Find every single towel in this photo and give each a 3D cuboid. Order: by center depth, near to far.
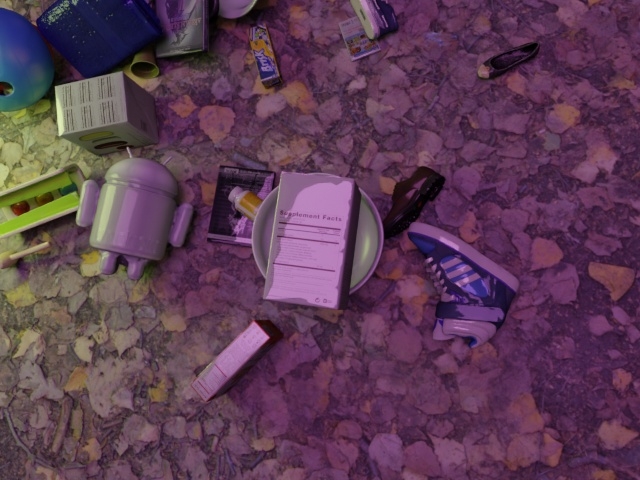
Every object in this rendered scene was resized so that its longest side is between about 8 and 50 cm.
[{"bbox_3d":[-0.623,-0.610,1.638,0.308,0.228,0.076,-22,37,26],"label":"towel"}]

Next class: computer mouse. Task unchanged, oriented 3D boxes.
[{"bbox_3d":[-0.389,-0.683,1.690,0.261,0.060,0.184,-21,82,32],"label":"computer mouse"}]

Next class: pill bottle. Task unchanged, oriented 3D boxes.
[{"bbox_3d":[-0.192,-0.096,1.579,0.116,0.065,0.065,36,89,10],"label":"pill bottle"}]

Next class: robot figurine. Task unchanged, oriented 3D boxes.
[{"bbox_3d":[-0.503,-0.072,1.577,0.299,0.199,0.354,12,84,-17],"label":"robot figurine"}]

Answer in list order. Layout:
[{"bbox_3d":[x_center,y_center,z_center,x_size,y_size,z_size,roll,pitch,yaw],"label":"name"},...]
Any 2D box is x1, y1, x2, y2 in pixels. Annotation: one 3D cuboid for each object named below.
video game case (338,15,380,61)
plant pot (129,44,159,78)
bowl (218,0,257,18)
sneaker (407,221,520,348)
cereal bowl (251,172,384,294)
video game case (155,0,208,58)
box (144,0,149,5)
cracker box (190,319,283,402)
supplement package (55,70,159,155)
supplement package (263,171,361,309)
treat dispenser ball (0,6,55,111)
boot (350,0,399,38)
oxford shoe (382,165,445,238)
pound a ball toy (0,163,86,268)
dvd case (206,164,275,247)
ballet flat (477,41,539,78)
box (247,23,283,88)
[{"bbox_3d":[0.110,-0.575,1.638,0.087,0.011,0.122,-19,80,6],"label":"video game case"},{"bbox_3d":[-0.519,-0.535,1.709,0.083,0.083,0.079,-9,70,8],"label":"plant pot"},{"bbox_3d":[-0.236,-0.791,1.632,0.297,0.134,0.298,21,128,29],"label":"bowl"},{"bbox_3d":[0.312,0.126,1.450,0.322,0.130,0.236,32,85,6],"label":"sneaker"},{"bbox_3d":[0.000,0.000,1.514,0.338,0.141,0.339,-1,82,10],"label":"cereal bowl"},{"bbox_3d":[-0.395,-0.666,1.644,0.196,0.026,0.275,4,95,32],"label":"video game case"},{"bbox_3d":[-0.596,-0.704,1.711,0.042,0.178,0.109,-12,79,45],"label":"box"},{"bbox_3d":[-0.211,0.308,1.502,0.232,0.155,0.067,-45,79,2],"label":"cracker box"},{"bbox_3d":[-0.596,-0.351,1.632,0.203,0.194,0.149,-10,80,9],"label":"supplement package"},{"bbox_3d":[-0.013,0.006,1.354,0.175,0.177,0.293,7,84,10],"label":"supplement package"},{"bbox_3d":[-0.918,-0.517,1.660,0.287,0.288,0.289,-1,82,9],"label":"treat dispenser ball"},{"bbox_3d":[0.145,-0.656,1.613,0.086,0.069,0.190,-22,89,-15],"label":"boot"},{"bbox_3d":[0.221,-0.100,1.532,0.227,0.083,0.096,-48,60,0],"label":"oxford shoe"},{"bbox_3d":[-0.819,-0.072,1.684,0.319,0.136,0.208,-20,105,6],"label":"pound a ball toy"},{"bbox_3d":[-0.222,-0.095,1.627,0.164,0.018,0.222,8,83,9],"label":"dvd case"},{"bbox_3d":[0.498,-0.485,1.542,0.173,0.049,0.058,-26,78,5],"label":"ballet flat"},{"bbox_3d":[-0.158,-0.525,1.654,0.059,0.054,0.169,-16,80,7],"label":"box"}]
